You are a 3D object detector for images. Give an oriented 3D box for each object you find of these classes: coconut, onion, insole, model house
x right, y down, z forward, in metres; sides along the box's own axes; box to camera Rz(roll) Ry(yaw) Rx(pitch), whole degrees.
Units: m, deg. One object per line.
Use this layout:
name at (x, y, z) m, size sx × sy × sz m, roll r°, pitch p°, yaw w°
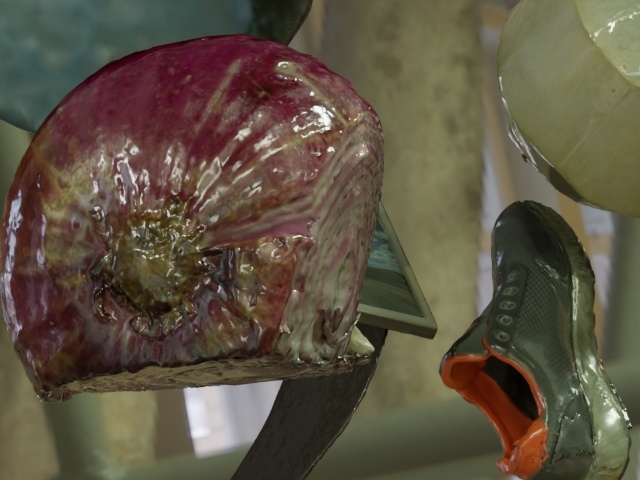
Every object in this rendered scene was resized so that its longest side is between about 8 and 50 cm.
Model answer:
coconut at (0.333, -0.182, 1.679) m, size 0.323 × 0.323 × 0.323 m, roll -11°, pitch -7°, yaw -1°
onion at (-0.082, -0.014, 1.104) m, size 0.256 × 0.230 × 0.272 m, roll -5°, pitch -1°, yaw -6°
insole at (-0.023, 0.183, 1.659) m, size 0.007 × 0.328 × 0.111 m, roll 30°, pitch 2°, yaw -41°
model house at (-0.190, -0.272, 1.561) m, size 0.360 × 0.297 × 0.339 m, roll 23°, pitch 20°, yaw -7°

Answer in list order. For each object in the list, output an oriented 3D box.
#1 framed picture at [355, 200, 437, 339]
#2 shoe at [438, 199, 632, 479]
framed picture at (0.000, 0.000, 1.670) m, size 0.189 × 0.260 × 0.023 m, roll 14°, pitch -60°, yaw -25°
shoe at (0.192, 0.107, 1.734) m, size 0.171 × 0.336 × 0.132 m, roll 5°, pitch -34°, yaw -26°
